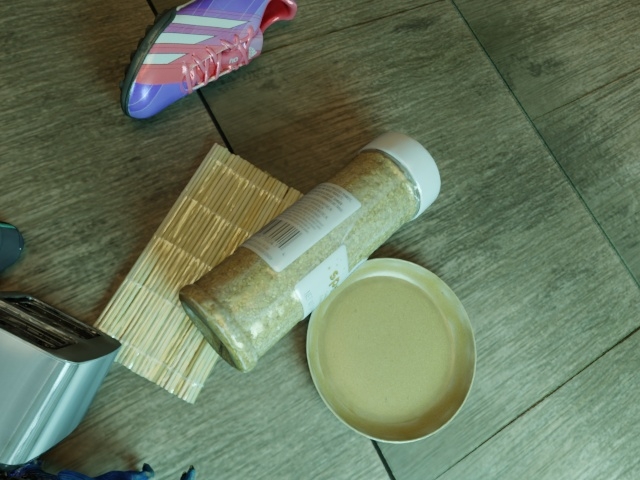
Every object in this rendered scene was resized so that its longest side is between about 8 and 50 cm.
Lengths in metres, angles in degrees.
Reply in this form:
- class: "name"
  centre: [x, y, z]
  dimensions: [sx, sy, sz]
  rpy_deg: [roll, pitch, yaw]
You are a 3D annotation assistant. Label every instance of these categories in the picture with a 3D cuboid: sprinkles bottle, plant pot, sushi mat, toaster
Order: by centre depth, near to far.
- class: "toaster"
  centre: [-0.300, 0.126, 0.453]
  dimensions: [0.185, 0.168, 0.110]
  rpy_deg: [29, 82, -3]
- class: "sprinkles bottle"
  centre: [0.000, 0.000, 0.589]
  dimensions: [0.355, 0.121, 0.121]
  rpy_deg: [-40, 86, -25]
- class: "sushi mat"
  centre: [-0.148, 0.028, 0.610]
  dimensions: [0.151, 0.019, 0.317]
  rpy_deg: [28, 69, -3]
- class: "plant pot"
  centre: [0.094, 0.141, 0.627]
  dimensions: [0.236, 0.032, 0.237]
  rpy_deg: [4, 71, -13]

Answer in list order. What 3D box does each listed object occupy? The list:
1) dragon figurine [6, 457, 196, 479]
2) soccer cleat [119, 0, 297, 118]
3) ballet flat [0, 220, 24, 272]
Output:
- class: "dragon figurine"
  centre: [-0.195, 0.254, 0.430]
  dimensions: [0.144, 0.289, 0.085]
  rpy_deg: [23, 66, -47]
- class: "soccer cleat"
  centre: [-0.151, -0.277, 0.661]
  dimensions: [0.116, 0.108, 0.318]
  rpy_deg: [34, 66, -6]
- class: "ballet flat"
  centre: [-0.416, 0.054, 0.507]
  dimensions: [0.074, 0.074, 0.203]
  rpy_deg: [37, 68, -1]
